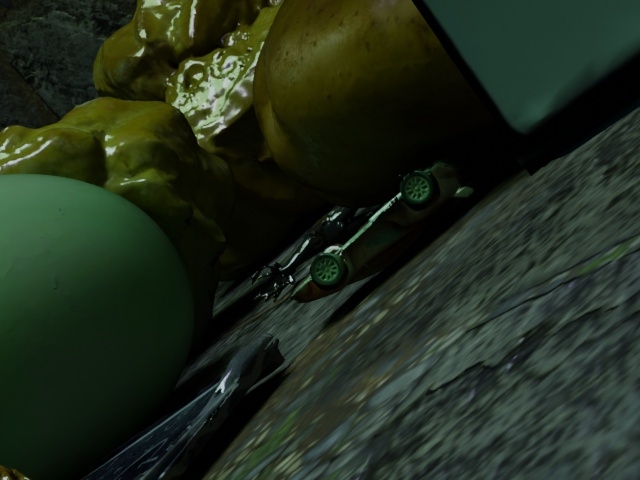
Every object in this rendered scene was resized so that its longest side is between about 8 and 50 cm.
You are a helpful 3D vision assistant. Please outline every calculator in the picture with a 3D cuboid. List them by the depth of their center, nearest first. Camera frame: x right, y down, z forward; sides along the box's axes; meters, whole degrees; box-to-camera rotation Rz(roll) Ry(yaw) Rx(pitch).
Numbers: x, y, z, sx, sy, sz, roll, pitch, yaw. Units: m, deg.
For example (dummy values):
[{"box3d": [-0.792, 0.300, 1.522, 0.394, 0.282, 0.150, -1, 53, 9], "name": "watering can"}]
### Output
[{"box3d": [-0.132, 0.148, 1.011, 0.274, 0.028, 0.165, -37, 7, 41], "name": "calculator"}]

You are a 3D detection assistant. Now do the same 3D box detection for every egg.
[{"box3d": [-0.215, 0.068, 1.194, 0.270, 0.220, 0.220, -20, -3, -22], "name": "egg"}]

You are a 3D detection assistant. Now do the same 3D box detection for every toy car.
[{"box3d": [0.033, -0.002, 1.007, 0.122, 0.035, 0.059, -43, 0, 8], "name": "toy car"}]

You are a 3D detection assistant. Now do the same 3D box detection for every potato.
[{"box3d": [0.077, -0.125, 1.046, 0.196, 0.176, 0.369, 4, -12, -23], "name": "potato"}]

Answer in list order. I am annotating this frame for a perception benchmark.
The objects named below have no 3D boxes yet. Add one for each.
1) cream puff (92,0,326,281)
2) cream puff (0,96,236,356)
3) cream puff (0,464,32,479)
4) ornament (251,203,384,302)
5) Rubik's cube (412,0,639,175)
[{"box3d": [-0.067, -0.147, 1.634, 0.323, 0.274, 0.270, -45, -4, -5], "name": "cream puff"}, {"box3d": [-0.173, 0.030, 1.392, 0.282, 0.185, 0.281, -32, -31, -22], "name": "cream puff"}, {"box3d": [-0.185, 0.163, 0.858, 0.144, 0.103, 0.126, -34, 16, 34], "name": "cream puff"}, {"box3d": [0.000, 0.000, 1.265, 0.125, 0.028, 0.073, -41, 5, -20], "name": "ornament"}, {"box3d": [0.146, -0.239, 0.584, 0.283, 0.293, 0.288, -35, -2, -45], "name": "Rubik's cube"}]
